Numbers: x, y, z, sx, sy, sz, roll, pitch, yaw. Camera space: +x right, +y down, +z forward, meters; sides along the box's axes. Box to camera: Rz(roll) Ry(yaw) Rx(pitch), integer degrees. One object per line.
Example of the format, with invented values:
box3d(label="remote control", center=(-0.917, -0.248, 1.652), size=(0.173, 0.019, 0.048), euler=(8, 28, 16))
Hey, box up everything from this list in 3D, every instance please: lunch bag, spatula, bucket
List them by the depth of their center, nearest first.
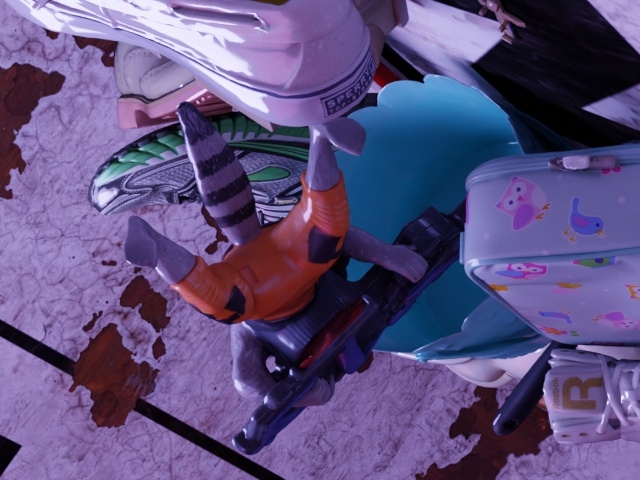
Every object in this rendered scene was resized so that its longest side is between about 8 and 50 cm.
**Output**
box3d(label="lunch bag", center=(0.240, 0.009, 1.136), size=(0.224, 0.108, 0.279), euler=(-1, 160, 26))
box3d(label="spatula", center=(0.257, 0.081, 1.334), size=(0.084, 0.296, 0.030), euler=(23, -153, -28))
box3d(label="bucket", center=(0.141, -0.010, 1.399), size=(0.183, 0.281, 0.281), euler=(16, -166, -48))

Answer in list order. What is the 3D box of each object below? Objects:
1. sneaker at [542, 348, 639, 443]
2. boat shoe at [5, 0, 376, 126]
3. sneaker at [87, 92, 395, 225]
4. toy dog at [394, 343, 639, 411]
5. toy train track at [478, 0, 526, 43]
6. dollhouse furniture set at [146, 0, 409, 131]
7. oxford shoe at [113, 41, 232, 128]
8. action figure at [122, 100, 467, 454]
box3d(label="sneaker", center=(0.278, 0.140, 1.187), size=(0.169, 0.108, 0.292), euler=(2, 170, -4))
box3d(label="boat shoe", center=(-0.127, -0.211, 0.973), size=(0.367, 0.136, 0.156), euler=(31, 154, 31))
box3d(label="sneaker", center=(-0.076, -0.067, 1.487), size=(0.343, 0.146, 0.134), euler=(-9, -176, -7))
box3d(label="toy dog", center=(0.322, 0.095, 1.963), size=(0.395, 0.284, 0.408), euler=(14, 171, 28))
box3d(label="toy train track", center=(0.141, -0.170, 1.099), size=(0.048, 0.014, 0.083), euler=(35, 180, 21))
box3d(label="dollhouse furniture set", center=(-0.058, -0.287, 1.137), size=(0.303, 0.174, 0.355), euler=(34, 155, 32))
box3d(label="oxford shoe", center=(-0.137, -0.204, 1.463), size=(0.140, 0.146, 0.397), euler=(-13, -175, -29))
box3d(label="action figure", center=(0.000, 0.000, 1.211), size=(0.178, 0.341, 0.330), euler=(43, 167, 29))
